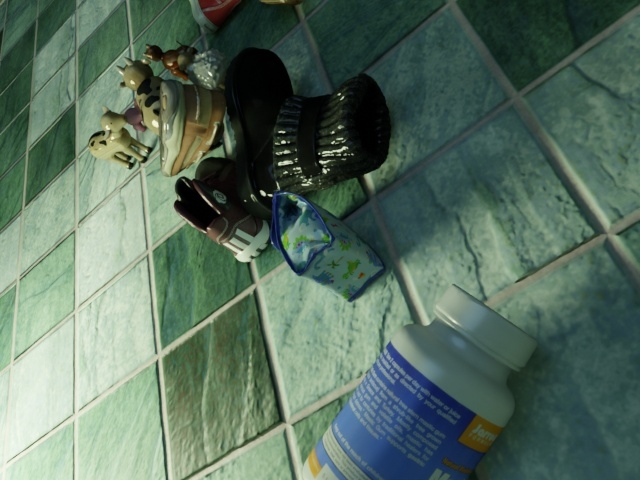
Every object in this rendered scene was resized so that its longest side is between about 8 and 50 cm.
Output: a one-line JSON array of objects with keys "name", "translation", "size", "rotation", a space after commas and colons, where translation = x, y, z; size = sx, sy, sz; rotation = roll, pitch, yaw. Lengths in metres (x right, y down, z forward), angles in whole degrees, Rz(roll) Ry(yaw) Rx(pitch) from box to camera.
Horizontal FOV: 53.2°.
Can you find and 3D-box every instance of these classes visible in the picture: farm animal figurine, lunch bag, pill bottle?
[{"name": "farm animal figurine", "translation": [-0.373, -0.297, 1.382], "size": [0.326, 0.172, 0.330], "rotation": [32, 91, 46]}, {"name": "lunch bag", "translation": [0.000, 0.000, 0.922], "size": [0.096, 0.128, 0.151], "rotation": [-43, 47, 15]}, {"name": "pill bottle", "translation": [0.114, 0.189, 0.702], "size": [0.272, 0.152, 0.152], "rotation": [-55, 44, 4]}]

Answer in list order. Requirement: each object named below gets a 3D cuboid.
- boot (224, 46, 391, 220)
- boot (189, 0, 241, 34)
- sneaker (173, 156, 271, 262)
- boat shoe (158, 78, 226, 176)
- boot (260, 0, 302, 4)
[{"name": "boot", "translation": [-0.022, -0.222, 1.054], "size": [0.260, 0.131, 0.348], "rotation": [-27, 62, 37]}, {"name": "boot", "translation": [-0.236, -0.619, 1.500], "size": [0.176, 0.088, 0.244], "rotation": [-38, 56, 20]}, {"name": "sneaker", "translation": [-0.197, -0.091, 1.121], "size": [0.106, 0.162, 0.281], "rotation": [-48, 45, 11]}, {"name": "boat shoe", "translation": [-0.231, -0.189, 1.155], "size": [0.324, 0.116, 0.123], "rotation": [157, 109, -73]}, {"name": "boot", "translation": [-0.091, -0.564, 1.300], "size": [0.197, 0.072, 0.153], "rotation": [39, 128, 49]}]
